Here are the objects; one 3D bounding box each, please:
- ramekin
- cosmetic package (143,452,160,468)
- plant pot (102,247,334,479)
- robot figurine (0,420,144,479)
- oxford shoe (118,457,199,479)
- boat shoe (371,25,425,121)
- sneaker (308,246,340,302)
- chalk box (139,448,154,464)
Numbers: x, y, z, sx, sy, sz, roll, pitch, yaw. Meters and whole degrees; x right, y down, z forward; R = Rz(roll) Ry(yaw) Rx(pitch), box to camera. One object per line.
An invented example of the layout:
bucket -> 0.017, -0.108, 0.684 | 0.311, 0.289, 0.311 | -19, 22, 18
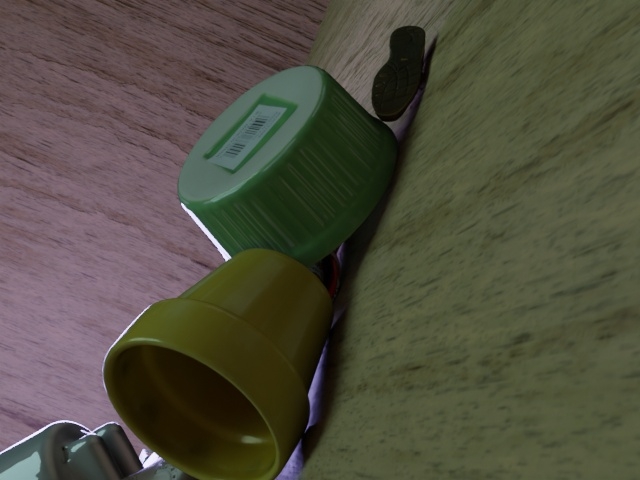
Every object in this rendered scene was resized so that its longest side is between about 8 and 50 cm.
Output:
ramekin -> -0.056, -0.102, 1.502 | 0.303, 0.148, 0.303 | -32, 30, 21
cosmetic package -> -0.257, 0.491, 1.693 | 0.153, 0.129, 0.296 | -49, 20, 47
plant pot -> -0.104, 0.142, 1.366 | 0.239, 0.254, 0.254 | -53, -3, -41
robot figurine -> -0.446, 0.415, 1.675 | 0.353, 0.199, 0.300 | -30, -6, 14
oxford shoe -> -0.279, 0.393, 1.512 | 0.363, 0.133, 0.130 | -50, 26, 7
boat shoe -> 0.117, -0.228, 1.527 | 0.060, 0.064, 0.178 | 75, -154, -48
sneaker -> 0.001, 0.001, 1.546 | 0.270, 0.090, 0.145 | -68, 14, -14
chalk box -> -0.276, 0.460, 1.922 | 0.213, 0.132, 0.132 | 153, 139, -76
